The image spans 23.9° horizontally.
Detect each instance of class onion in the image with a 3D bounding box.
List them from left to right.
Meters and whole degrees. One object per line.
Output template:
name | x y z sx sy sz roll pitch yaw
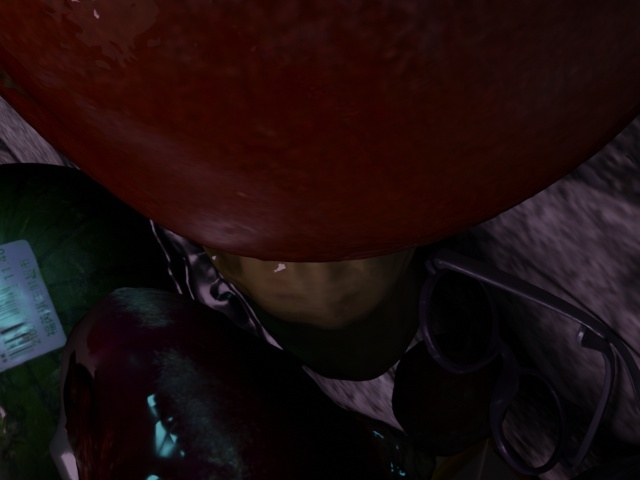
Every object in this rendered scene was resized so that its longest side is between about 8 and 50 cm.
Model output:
onion | -0.036 0.145 0.781 0.272 0.195 0.272 165 90 -77

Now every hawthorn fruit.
hawthorn fruit | 0.077 0.069 0.819 0.067 0.066 0.103 42 133 24

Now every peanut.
peanut | 0.000 0.000 0.746 0.120 0.110 0.236 30 159 27

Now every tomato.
tomato | -0.056 -0.101 0.494 0.338 0.144 0.338 33 164 11

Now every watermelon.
watermelon | -0.222 0.110 1.191 0.363 0.363 0.363 44 163 17

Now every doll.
doll | -0.068 0.007 1.006 0.127 0.088 0.249 -117 3 -68

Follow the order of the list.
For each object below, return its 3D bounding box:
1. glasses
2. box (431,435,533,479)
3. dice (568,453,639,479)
glasses | 0.118 0.054 0.712 0.103 0.062 0.140 -15 117 48
box | 0.085 0.317 0.977 0.283 0.259 0.214 49 163 2
dice | 0.154 0.220 0.714 0.182 0.183 0.181 48 162 -2
